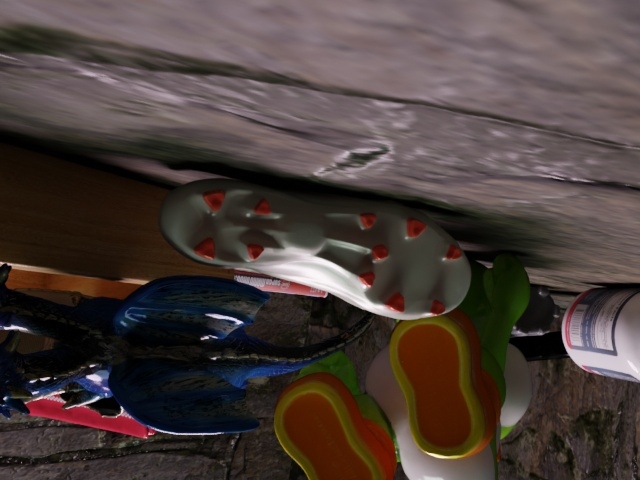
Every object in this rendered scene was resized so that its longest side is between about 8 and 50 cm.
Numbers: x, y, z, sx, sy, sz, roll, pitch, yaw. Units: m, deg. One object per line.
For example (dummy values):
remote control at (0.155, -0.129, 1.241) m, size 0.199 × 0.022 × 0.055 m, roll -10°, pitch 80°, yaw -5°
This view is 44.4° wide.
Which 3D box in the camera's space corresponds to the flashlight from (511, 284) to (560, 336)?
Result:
flashlight at (0.255, 0.111, 1.236) m, size 0.103 × 0.103 × 0.304 m, roll 47°, pitch 160°, yaw -11°

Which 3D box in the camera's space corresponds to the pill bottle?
pill bottle at (0.362, 0.106, 0.878) m, size 0.108 × 0.107 × 0.180 m, roll 8°, pitch 176°, yaw -12°

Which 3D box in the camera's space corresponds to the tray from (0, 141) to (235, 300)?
tray at (-0.254, -0.014, 0.463) m, size 0.203 × 0.076 × 0.411 m, roll -6°, pitch 169°, yaw 30°

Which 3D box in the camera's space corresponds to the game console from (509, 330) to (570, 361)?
game console at (0.268, 0.166, 1.152) m, size 0.361 × 0.043 × 0.213 m, roll -2°, pitch 170°, yaw -42°

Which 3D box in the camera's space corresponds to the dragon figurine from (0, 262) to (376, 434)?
dragon figurine at (-0.080, 0.065, 0.454) m, size 0.289 × 0.085 × 0.144 m, roll 6°, pitch 172°, yaw -18°

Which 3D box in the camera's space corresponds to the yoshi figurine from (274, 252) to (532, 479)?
yoshi figurine at (0.096, 0.095, 0.692) m, size 0.204 × 0.203 × 0.362 m, roll 19°, pitch -174°, yaw 23°

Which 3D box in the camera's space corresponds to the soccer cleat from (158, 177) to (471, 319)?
soccer cleat at (0.000, 0.000, 0.470) m, size 0.196 × 0.068 × 0.076 m, roll 14°, pitch -177°, yaw -22°

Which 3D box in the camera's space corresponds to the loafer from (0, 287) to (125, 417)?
loafer at (-0.161, 0.088, 0.589) m, size 0.094 × 0.087 × 0.251 m, roll -7°, pitch 169°, yaw 35°

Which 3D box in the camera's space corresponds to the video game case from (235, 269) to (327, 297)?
video game case at (-0.152, 0.028, 1.025) m, size 0.204 × 0.025 × 0.285 m, roll 17°, pitch -176°, yaw 40°

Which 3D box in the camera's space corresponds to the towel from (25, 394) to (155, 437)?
towel at (-0.287, 0.095, 0.911) m, size 0.199 × 0.274 × 0.031 m, roll 4°, pitch -161°, yaw 24°
